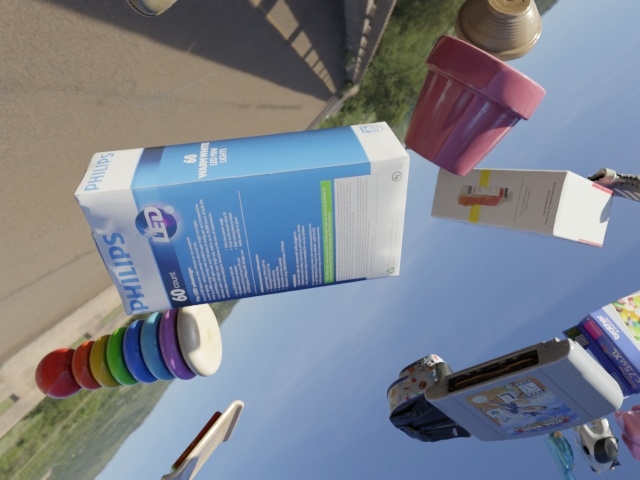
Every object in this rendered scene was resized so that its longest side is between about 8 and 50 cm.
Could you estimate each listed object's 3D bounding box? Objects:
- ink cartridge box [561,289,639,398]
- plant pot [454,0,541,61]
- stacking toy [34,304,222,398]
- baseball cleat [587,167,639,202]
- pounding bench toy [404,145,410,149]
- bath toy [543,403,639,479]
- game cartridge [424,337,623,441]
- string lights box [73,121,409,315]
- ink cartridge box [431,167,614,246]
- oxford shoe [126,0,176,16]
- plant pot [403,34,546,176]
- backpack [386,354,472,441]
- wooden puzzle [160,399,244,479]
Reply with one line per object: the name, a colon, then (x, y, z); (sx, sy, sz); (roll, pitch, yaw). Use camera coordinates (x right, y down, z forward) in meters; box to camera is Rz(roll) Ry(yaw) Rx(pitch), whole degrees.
ink cartridge box: (0.737, 0.216, 1.023); (0.310, 0.186, 0.065); (-20, 148, -11)
plant pot: (0.505, -0.627, 1.253); (0.237, 0.237, 0.110); (-49, 166, -15)
stacking toy: (-0.355, 0.212, 0.814); (0.329, 0.141, 0.141); (-16, -171, 3)
baseball cleat: (0.817, -0.148, 1.205); (0.205, 0.109, 0.072); (14, -97, 63)
pounding bench toy: (0.315, -0.340, 1.491); (0.052, 0.065, 0.083); (-35, 137, -32)
bath toy: (0.682, 0.432, 0.980); (0.347, 0.129, 0.151); (-25, 157, 14)
game cartridge: (0.371, 0.290, 0.838); (0.297, 0.198, 0.062); (-36, -160, 36)
string lights box: (-0.059, -0.020, 0.412); (0.077, 0.259, 0.134); (-105, -170, -51)
ink cartridge box: (0.554, -0.101, 1.278); (0.384, 0.279, 0.161); (17, -82, 53)
oxford shoe: (-0.214, -0.522, 0.748); (0.348, 0.122, 0.130); (-49, -136, 17)
plant pot: (0.243, -0.218, 0.775); (0.180, 0.201, 0.201); (-61, -179, 22)
backpack: (0.356, 0.534, 1.521); (0.263, 0.277, 0.213); (-33, -155, 14)
wooden puzzle: (-0.290, 0.502, 1.065); (0.238, 0.044, 0.221); (-39, 159, -48)
